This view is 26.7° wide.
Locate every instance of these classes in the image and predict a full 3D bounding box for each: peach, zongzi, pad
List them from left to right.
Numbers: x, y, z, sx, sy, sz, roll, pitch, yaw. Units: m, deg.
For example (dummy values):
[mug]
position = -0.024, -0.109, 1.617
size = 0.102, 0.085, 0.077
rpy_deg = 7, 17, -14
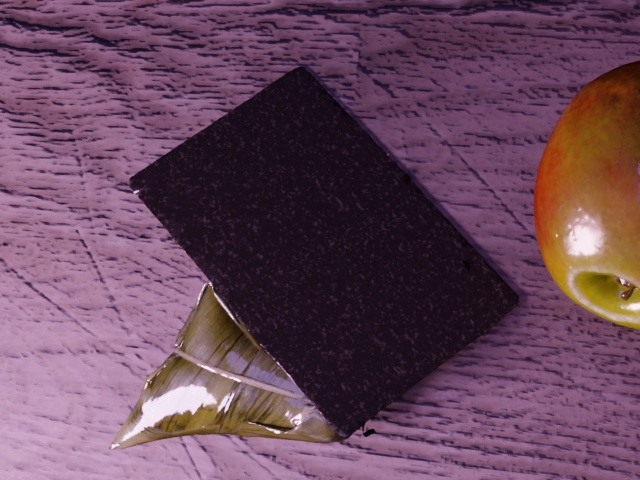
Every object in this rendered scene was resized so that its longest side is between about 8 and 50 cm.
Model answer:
[zongzi]
position = -0.076, 0.171, 1.262
size = 0.205, 0.094, 0.204
rpy_deg = 37, 92, 19
[pad]
position = 0.000, 0.000, 1.265
size = 0.220, 0.004, 0.330
rpy_deg = -35, 70, -17
[peach]
position = 0.292, -0.039, 1.118
size = 0.231, 0.231, 0.230
rpy_deg = -3, 81, 17
